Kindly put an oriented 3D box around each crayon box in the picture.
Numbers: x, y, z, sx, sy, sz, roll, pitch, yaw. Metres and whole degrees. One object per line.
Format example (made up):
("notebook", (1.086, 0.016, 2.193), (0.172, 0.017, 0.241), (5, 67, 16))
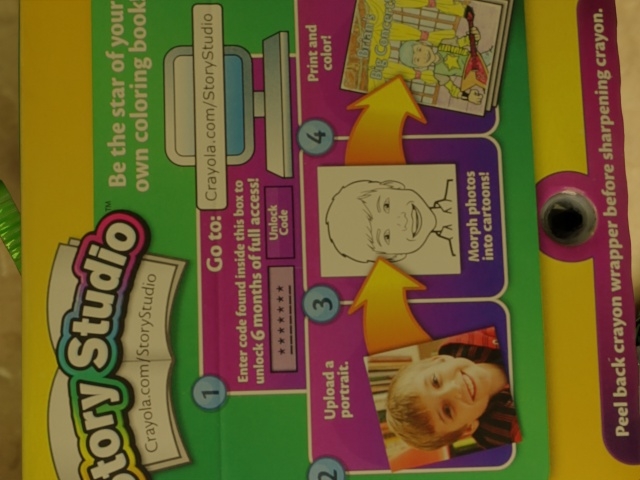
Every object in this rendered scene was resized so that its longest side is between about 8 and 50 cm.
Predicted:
("crayon box", (0.000, 0.000, 0.901), (0.313, 0.106, 0.363), (-1, 80, -3))

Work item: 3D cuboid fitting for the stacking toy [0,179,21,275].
("stacking toy", (-0.271, -0.034, 0.919), (0.167, 0.052, 0.221), (-31, 113, -8))

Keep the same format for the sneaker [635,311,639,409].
("sneaker", (0.206, 0.086, 1.088), (0.098, 0.083, 0.224), (15, 117, -8))
